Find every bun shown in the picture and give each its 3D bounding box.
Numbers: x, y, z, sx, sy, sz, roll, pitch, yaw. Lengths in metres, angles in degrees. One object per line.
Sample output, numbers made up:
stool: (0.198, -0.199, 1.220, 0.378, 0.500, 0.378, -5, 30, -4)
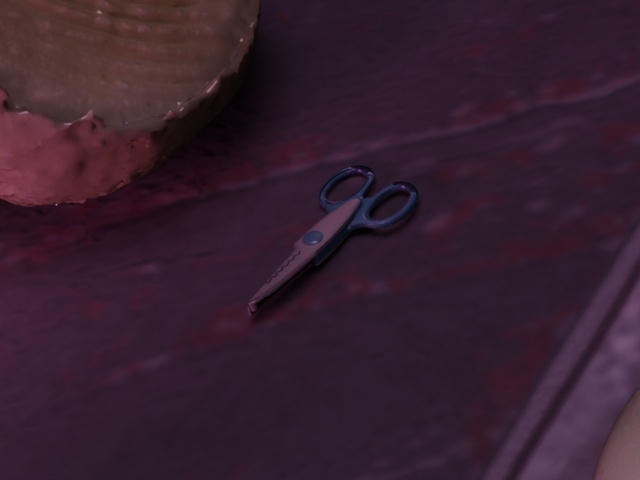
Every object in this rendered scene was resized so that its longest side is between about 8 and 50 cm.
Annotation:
bun: (-0.169, -0.133, 0.941, 0.259, 0.152, 0.259, 13, 61, -24)

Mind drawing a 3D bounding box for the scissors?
scissors: (0.000, 0.000, 0.890, 0.058, 0.014, 0.119, 24, 54, 35)

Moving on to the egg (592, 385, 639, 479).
egg: (0.228, 0.118, 0.586, 0.269, 0.220, 0.220, 18, 54, 25)
